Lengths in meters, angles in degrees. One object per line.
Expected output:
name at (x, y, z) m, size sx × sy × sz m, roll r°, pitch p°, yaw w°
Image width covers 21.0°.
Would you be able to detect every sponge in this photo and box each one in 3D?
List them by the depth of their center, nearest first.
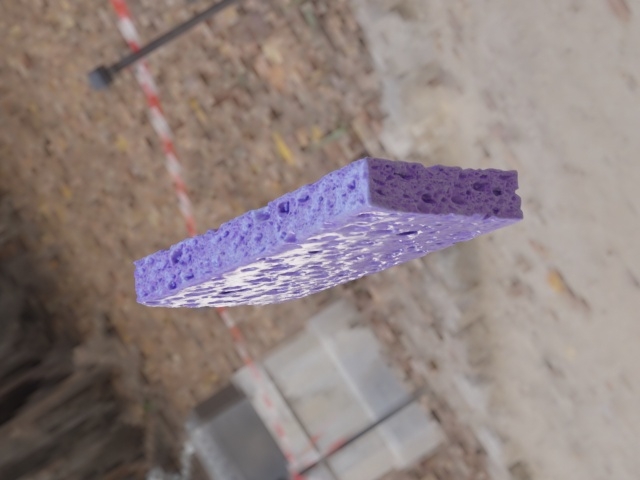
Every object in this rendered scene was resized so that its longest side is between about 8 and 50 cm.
sponge at (0.000, 0.000, 0.967) m, size 0.210 × 0.117 × 0.031 m, roll -21°, pitch 73°, yaw 46°
